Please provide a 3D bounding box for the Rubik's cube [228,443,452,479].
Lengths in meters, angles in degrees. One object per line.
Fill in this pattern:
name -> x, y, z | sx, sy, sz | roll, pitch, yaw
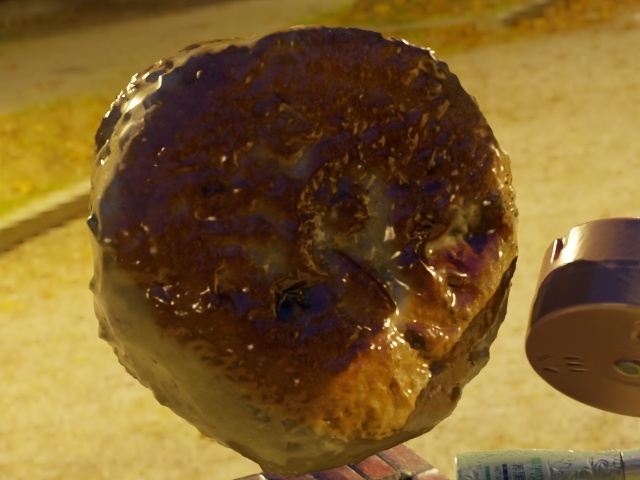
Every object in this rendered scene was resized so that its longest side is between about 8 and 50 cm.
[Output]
Rubik's cube -> 0.030, 0.314, 1.236 | 0.237, 0.237, 0.238 | 35, 22, 31

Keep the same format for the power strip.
power strip -> 0.220, 0.057, 1.157 | 0.154, 0.154, 0.078 | -1, 53, 26

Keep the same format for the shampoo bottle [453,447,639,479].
shampoo bottle -> 0.226, 0.228, 1.627 | 0.191, 0.069, 0.041 | -7, -32, 6

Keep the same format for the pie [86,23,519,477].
pie -> 0.000, 0.000, 1.094 | 0.315, 0.315, 0.092 | -13, 7, -25
